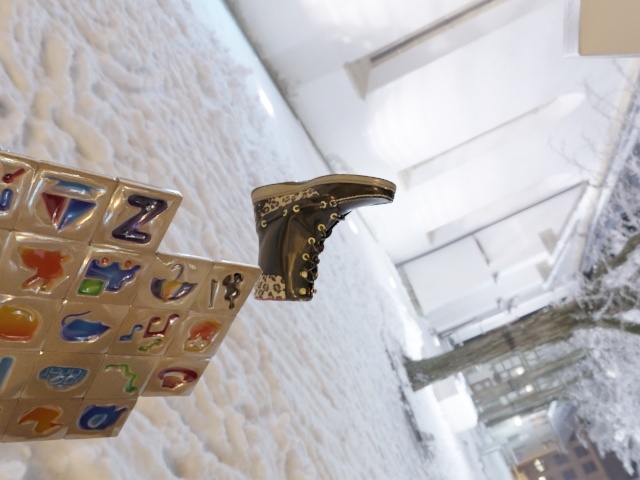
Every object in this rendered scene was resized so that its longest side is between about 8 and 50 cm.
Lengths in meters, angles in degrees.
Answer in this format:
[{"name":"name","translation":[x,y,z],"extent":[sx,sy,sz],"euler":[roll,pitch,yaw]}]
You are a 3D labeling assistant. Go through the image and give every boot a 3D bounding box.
[{"name":"boot","translation":[0.000,0.000,0.903],"extent":[0.085,0.236,0.179],"euler":[21,67,-60]}]

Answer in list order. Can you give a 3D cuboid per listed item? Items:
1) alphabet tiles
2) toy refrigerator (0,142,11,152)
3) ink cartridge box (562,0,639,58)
[{"name":"alphabet tiles","translation":[-0.153,0.047,0.352],"extent":[0.237,0.198,0.009],"euler":[12,28,-42]},{"name":"toy refrigerator","translation":[-0.284,0.029,0.575],"extent":[0.270,0.094,0.102],"euler":[61,-6,-10]},{"name":"ink cartridge box","translation":[0.404,-0.320,0.730],"extent":[0.270,0.198,0.197],"euler":[-41,131,-67]}]
